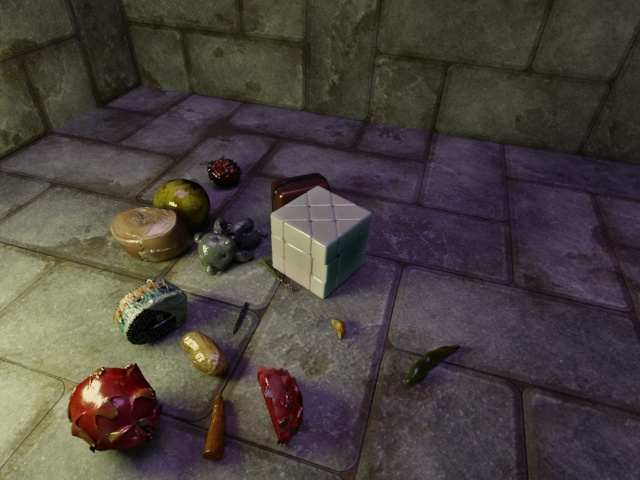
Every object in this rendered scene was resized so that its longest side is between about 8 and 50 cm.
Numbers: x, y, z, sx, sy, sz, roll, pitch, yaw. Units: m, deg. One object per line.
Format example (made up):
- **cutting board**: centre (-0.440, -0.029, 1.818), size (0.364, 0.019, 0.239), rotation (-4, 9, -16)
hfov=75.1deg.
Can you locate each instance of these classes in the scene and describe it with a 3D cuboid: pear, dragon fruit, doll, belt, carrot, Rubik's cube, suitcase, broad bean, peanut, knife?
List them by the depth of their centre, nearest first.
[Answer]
- **dragon fruit**: centre (-0.632, 0.505, 1.278), size (0.250, 0.250, 0.315), rotation (-23, 30, -27)
- **carrot**: centre (-0.331, 0.584, 1.327), size (0.061, 0.061, 0.209), rotation (-2, 36, -5)
- **dragon fruit**: centre (-0.119, 0.502, 1.352), size (0.126, 0.161, 0.274), rotation (-15, 41, -16)
- **peanut**: centre (-0.421, 0.405, 1.500), size (0.226, 0.095, 0.108), rotation (33, 45, 32)
- **broad bean**: centre (0.402, 0.447, 1.539), size (0.298, 0.043, 0.060), rotation (-25, 57, -30)
- **belt**: centre (-0.633, 0.263, 1.573), size (0.258, 0.207, 0.150), rotation (-35, 55, -26)
- **knife**: centre (-0.323, 0.314, 1.681), size (0.023, 0.010, 0.170), rotation (5, 42, 12)
- **Rubik's cube**: centre (0.000, 0.000, 1.838), size (0.319, 0.315, 0.322), rotation (29, 48, 28)
- **doll**: centre (-0.411, -0.001, 1.910), size (0.341, 0.158, 0.245), rotation (-30, 88, -33)
- **pear**: centre (-0.674, -0.178, 2.055), size (0.284, 0.283, 0.283), rotation (2, 40, -1)
- **suitcase**: centre (-0.104, -0.212, 2.144), size (0.297, 0.236, 0.161), rotation (-14, 42, -20)
- **dragon fruit**: centre (-0.551, -0.394, 2.392), size (0.189, 0.182, 0.182), rotation (-12, 42, -4)

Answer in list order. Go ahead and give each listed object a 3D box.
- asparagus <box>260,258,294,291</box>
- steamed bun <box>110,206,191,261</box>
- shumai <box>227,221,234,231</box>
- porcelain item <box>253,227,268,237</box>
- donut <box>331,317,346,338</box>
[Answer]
- **asparagus**: centre (-0.194, 0.155, 1.867), size (0.248, 0.025, 0.024), rotation (40, 10, 36)
- **steamed bun**: centre (-0.753, -0.005, 1.855), size (0.302, 0.251, 0.199), rotation (-3, 49, 1)
- **shumai**: centre (-0.442, -0.052, 2.055), size (0.139, 0.105, 0.123), rotation (32, 38, -6)
- **porcelain item**: centre (-0.302, -0.041, 2.091), size (0.083, 0.028, 0.036), rotation (28, 29, 29)
- **donut**: centre (0.069, 0.345, 1.645), size (0.067, 0.037, 0.083), rotation (12, 39, 7)
